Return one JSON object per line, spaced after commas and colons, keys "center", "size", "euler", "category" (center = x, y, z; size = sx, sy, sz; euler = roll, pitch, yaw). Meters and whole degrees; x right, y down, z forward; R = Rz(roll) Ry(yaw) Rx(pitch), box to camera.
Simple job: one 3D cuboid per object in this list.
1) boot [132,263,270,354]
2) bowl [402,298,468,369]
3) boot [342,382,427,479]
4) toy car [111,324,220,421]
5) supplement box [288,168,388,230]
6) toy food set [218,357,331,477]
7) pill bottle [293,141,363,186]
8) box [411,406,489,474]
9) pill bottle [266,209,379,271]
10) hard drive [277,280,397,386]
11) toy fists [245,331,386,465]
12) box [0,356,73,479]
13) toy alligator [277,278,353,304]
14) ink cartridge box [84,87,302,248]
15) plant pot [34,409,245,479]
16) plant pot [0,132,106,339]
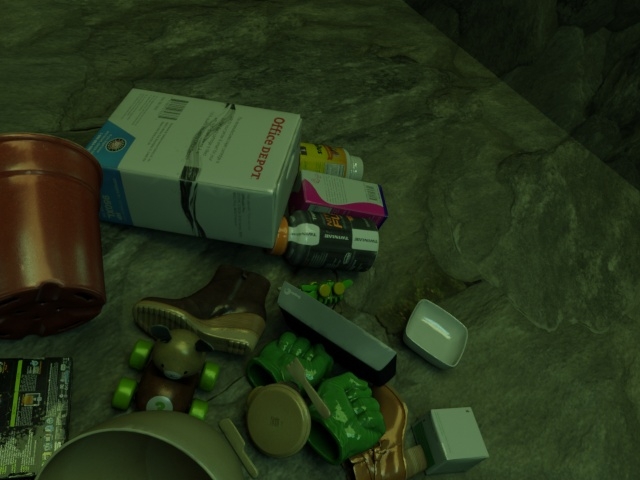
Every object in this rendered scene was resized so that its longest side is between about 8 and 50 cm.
{"center": [-0.226, 0.121, 1.091], "size": [0.248, 0.090, 0.207], "euler": [18, 33, -10], "category": "boot"}
{"center": [0.257, 0.220, 1.251], "size": [0.142, 0.053, 0.142], "euler": [34, 45, 5], "category": "bowl"}
{"center": [0.097, 0.364, 1.032], "size": [0.152, 0.073, 0.197], "euler": [-7, 50, -24], "category": "boot"}
{"center": [-0.241, 0.208, 0.908], "size": [0.155, 0.188, 0.149], "euler": [20, 45, -10], "category": "toy car"}
{"center": [0.041, -0.084, 1.368], "size": [0.219, 0.114, 0.111], "euler": [10, 48, -21], "category": "supplement box"}
{"center": [-0.073, 0.305, 0.946], "size": [0.132, 0.192, 0.038], "euler": [53, 13, 19], "category": "toy food set"}
{"center": [0.000, -0.192, 1.438], "size": [0.214, 0.117, 0.117], "euler": [4, 50, -25], "category": "pill bottle"}
{"center": [0.251, 0.391, 1.071], "size": [0.101, 0.087, 0.101], "euler": [5, 49, -24], "category": "box"}
{"center": [0.000, 0.000, 1.260], "size": [0.245, 0.130, 0.131], "euler": [6, 49, -23], "category": "pill bottle"}
{"center": [0.029, 0.188, 1.069], "size": [0.254, 0.172, 0.054], "euler": [31, 70, 20], "category": "hard drive"}
{"center": [-0.002, 0.274, 1.010], "size": [0.279, 0.096, 0.142], "euler": [35, 35, 31], "category": "toy fists"}
{"center": [-0.481, 0.272, 0.833], "size": [0.184, 0.045, 0.191], "euler": [2, 52, -23], "category": "box"}
{"center": [-0.009, 0.119, 1.209], "size": [0.189, 0.056, 0.051], "euler": [-5, 94, -30], "category": "toy alligator"}
{"center": [-0.257, -0.160, 1.174], "size": [0.394, 0.166, 0.286], "euler": [10, 45, 4], "category": "ink cartridge box"}
{"center": [-0.220, 0.357, 0.766], "size": [0.284, 0.284, 0.191], "euler": [34, 10, 4], "category": "plant pot"}
{"center": [-0.490, 0.008, 0.926], "size": [0.272, 0.272, 0.265], "euler": [-5, 62, -31], "category": "plant pot"}
